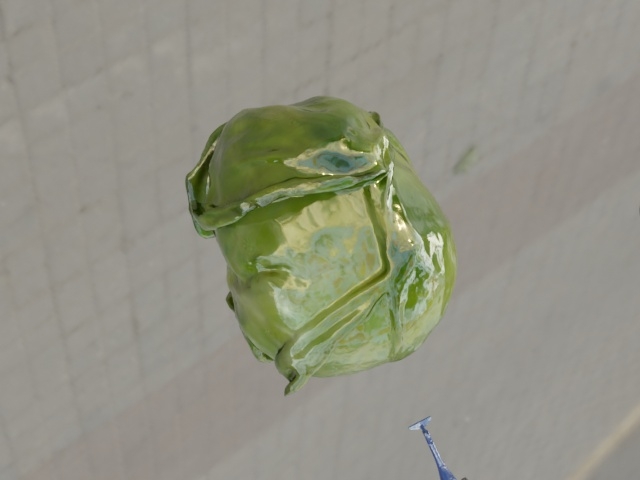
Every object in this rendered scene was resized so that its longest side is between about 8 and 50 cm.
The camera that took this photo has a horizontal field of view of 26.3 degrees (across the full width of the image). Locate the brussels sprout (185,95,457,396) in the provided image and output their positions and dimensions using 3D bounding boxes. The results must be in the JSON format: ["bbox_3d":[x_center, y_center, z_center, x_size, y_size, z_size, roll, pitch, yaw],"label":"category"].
[{"bbox_3d":[0.001,-0.002,1.266,0.227,0.259,0.294,-19,177,18],"label":"brussels sprout"}]

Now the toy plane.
[{"bbox_3d":[0.176,0.331,1.933,0.054,0.167,0.062,-25,-174,1],"label":"toy plane"}]
